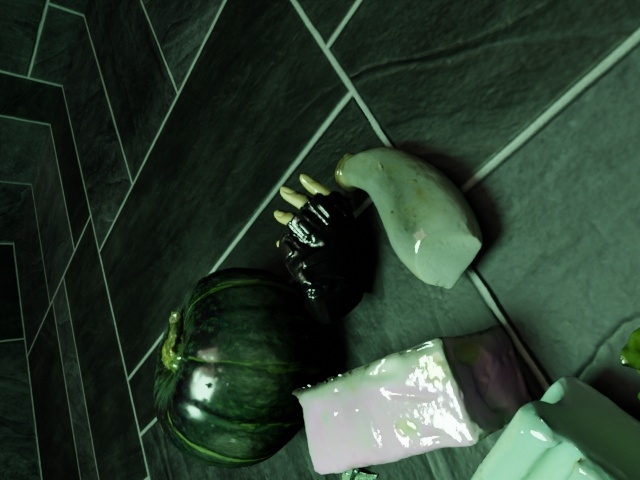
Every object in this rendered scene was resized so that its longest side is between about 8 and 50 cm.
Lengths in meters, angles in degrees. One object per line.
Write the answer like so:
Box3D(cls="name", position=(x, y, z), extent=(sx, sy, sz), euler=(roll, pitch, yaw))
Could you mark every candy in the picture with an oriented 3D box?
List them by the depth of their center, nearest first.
Box3D(cls="candy", position=(0.106, 0.199, 0.563), extent=(0.265, 0.155, 0.116), euler=(-36, 62, 38))

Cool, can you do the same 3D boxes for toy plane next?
Box3D(cls="toy plane", position=(0.048, 0.357, 0.702), extent=(0.080, 0.033, 0.083), euler=(26, 108, 28))

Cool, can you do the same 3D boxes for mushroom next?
Box3D(cls="mushroom", position=(0.112, -0.062, 0.616), extent=(0.118, 0.103, 0.270), euler=(-56, 42, 23))

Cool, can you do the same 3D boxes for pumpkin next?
Box3D(cls="pumpkin", position=(-0.140, 0.207, 0.754), extent=(0.323, 0.241, 0.324), euler=(-28, 57, 53))

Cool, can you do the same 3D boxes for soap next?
Box3D(cls="soap", position=(0.225, 0.335, 0.436), extent=(0.208, 0.114, 0.347), euler=(41, 123, 38))

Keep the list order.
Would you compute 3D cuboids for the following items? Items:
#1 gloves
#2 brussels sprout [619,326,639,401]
Box3D(cls="gloves", position=(0.000, 0.000, 0.679), extent=(0.123, 0.164, 0.204), euler=(-3, 109, 21))
Box3D(cls="brussels sprout", position=(0.356, 0.123, 0.357), extent=(0.181, 0.100, 0.139), euler=(3, 74, 63))
